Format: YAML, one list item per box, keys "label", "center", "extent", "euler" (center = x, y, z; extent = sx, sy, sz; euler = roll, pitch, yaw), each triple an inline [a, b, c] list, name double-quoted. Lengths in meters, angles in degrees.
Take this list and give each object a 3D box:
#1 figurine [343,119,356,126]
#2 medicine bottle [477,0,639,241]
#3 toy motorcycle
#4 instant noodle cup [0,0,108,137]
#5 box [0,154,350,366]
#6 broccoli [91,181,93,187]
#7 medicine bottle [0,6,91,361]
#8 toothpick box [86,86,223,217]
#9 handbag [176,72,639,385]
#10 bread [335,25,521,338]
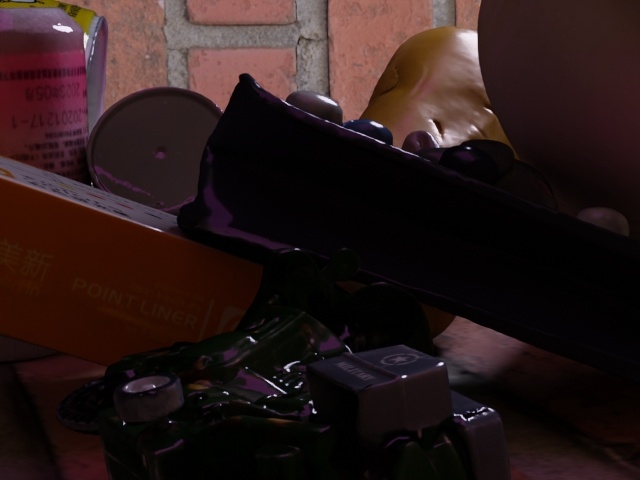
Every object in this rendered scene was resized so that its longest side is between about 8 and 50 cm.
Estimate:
- label: "figurine"
  center: [0.001, -0.089, 1.378]
  extent: [0.136, 0.079, 0.077]
  euler: [-6, -37, 15]
- label: "medicine bottle"
  center: [0.238, -0.121, 1.096]
  extent: [0.236, 0.235, 0.406]
  euler: [3, -19, 25]
- label: "toy motorcycle"
  center: [-0.004, 0.083, 0.725]
  extent: [0.187, 0.124, 0.275]
  euler: [-15, 15, -22]
- label: "instant noodle cup"
  center: [-0.350, -0.115, 1.535]
  extent: [0.254, 0.325, 0.325]
  euler: [8, 8, -4]
- label: "box"
  center: [-0.134, 0.019, 0.964]
  extent: [0.274, 0.091, 0.221]
  euler: [19, 2, -22]
- label: "broccoli"
  center: [-0.220, 0.011, 1.270]
  extent: [0.130, 0.131, 0.120]
  euler: [-12, -33, 13]
- label: "medicine bottle"
  center: [-0.235, -0.042, 1.135]
  extent: [0.147, 0.247, 0.147]
  euler: [-1, 10, 0]
- label: "toothpick box"
  center: [-0.108, -0.022, 1.184]
  extent: [0.111, 0.111, 0.180]
  euler: [-1, -28, 3]
- label: "handbag"
  center: [0.095, -0.005, 0.974]
  extent: [0.326, 0.118, 0.269]
  euler: [22, 2, 5]
- label: "bread"
  center: [0.082, -0.057, 1.211]
  extent: [0.142, 0.091, 0.305]
  euler: [35, 46, -7]
